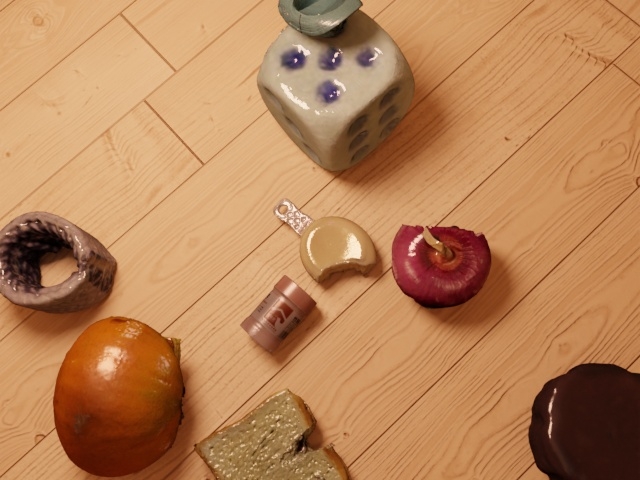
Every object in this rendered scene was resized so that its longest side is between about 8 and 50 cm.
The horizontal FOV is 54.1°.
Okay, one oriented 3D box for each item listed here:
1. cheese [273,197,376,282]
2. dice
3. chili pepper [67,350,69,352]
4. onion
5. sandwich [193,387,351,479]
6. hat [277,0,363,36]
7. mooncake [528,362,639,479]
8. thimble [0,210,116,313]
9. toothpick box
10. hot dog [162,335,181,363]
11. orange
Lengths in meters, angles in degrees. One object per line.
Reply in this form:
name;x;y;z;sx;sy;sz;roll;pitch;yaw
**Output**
cheese;0.012;-0.016;1.428;0.163;0.071;0.249;-29;74;-3
dice;0.035;-0.337;1.411;0.264;0.268;0.262;-41;76;-7
chili pepper;-0.571;0.293;1.426;0.027;0.022;0.084;3;79;5
onion;0.254;0.056;1.341;0.207;0.200;0.201;2;72;-27
sandwich;-0.087;0.473;1.295;0.248;0.095;0.273;-33;74;-7
hat;0.003;-0.461;1.272;0.138;0.078;0.191;-38;55;-15
mooncake;0.552;0.383;1.234;0.282;0.141;0.283;1;70;-3
thimble;-0.605;0.055;1.425;0.245;0.157;0.217;8;78;8
toothpick box;-0.092;0.162;1.375;0.098;0.098;0.149;40;83;14
hot dog;-0.389;0.298;1.373;0.261;0.093;0.123;-36;83;11
orange;-0.417;0.322;1.287;0.274;0.274;0.311;12;70;8
